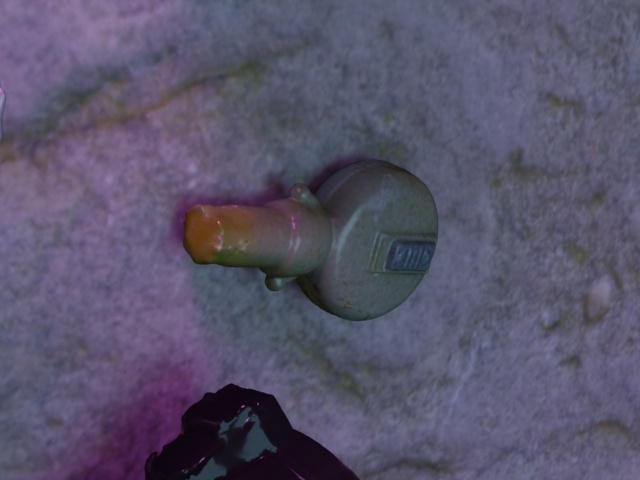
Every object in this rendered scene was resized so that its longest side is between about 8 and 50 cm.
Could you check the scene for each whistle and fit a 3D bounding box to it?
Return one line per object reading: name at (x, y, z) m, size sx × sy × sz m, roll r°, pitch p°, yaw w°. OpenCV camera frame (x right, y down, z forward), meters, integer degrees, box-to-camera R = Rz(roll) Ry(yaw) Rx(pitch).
whistle at (0.000, 0.000, 1.159) m, size 0.198 × 0.057 × 0.104 m, roll 2°, pitch 109°, yaw -48°

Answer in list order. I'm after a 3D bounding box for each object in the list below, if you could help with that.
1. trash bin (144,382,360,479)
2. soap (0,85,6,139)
trash bin at (-0.110, 0.255, 1.084) m, size 0.301 × 0.203 × 0.252 m, roll -28°, pitch 112°, yaw -32°
soap at (-0.305, 0.035, 0.787) m, size 0.261 × 0.156 × 0.446 m, roll 23°, pitch 94°, yaw -50°
